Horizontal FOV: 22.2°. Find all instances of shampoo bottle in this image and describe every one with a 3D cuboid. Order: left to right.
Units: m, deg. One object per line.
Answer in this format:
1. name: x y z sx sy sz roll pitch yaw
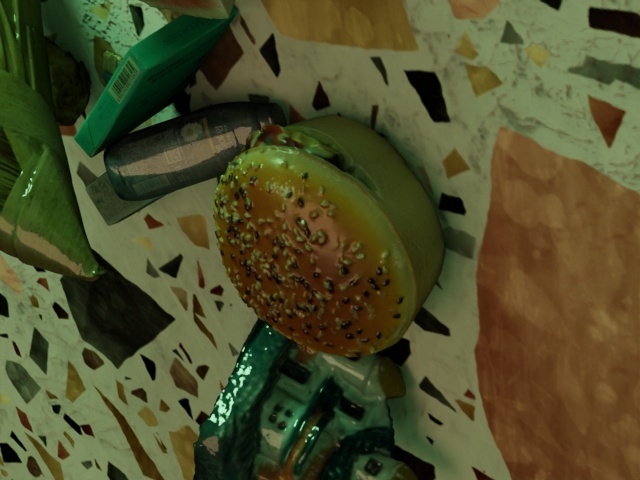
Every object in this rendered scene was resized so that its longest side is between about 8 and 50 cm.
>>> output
1. shampoo bottle: -0.154 -0.115 2.009 0.233 0.049 0.087 -18 100 19

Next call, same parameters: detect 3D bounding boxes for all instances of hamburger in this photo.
1. hamburger: 0.000 0.000 1.914 0.300 0.176 0.300 28 137 31

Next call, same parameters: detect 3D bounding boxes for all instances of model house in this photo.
1. model house: 0.014 0.247 2.076 0.291 0.253 0.184 27 153 10

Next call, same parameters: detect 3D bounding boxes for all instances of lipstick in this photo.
1. lipstick: -0.219 -0.095 2.175 0.076 0.077 0.289 57 144 -4

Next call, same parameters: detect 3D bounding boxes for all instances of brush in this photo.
1. brush: -0.275 -0.185 2.225 0.051 0.014 0.164 33 140 31

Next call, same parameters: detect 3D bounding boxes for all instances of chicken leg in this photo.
1. chicken leg: -0.405 -0.268 2.252 0.107 0.087 0.251 -40 79 44

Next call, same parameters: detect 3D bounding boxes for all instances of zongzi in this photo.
1. zongzi: -0.367 -0.236 2.054 0.467 0.218 0.500 19 96 30

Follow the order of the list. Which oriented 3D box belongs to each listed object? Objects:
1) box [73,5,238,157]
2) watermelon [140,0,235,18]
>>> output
1. box: -0.204 -0.201 1.998 0.042 0.161 0.226 50 145 3
2. watermelon: -0.227 -0.371 1.850 0.305 0.180 0.224 19 114 16
